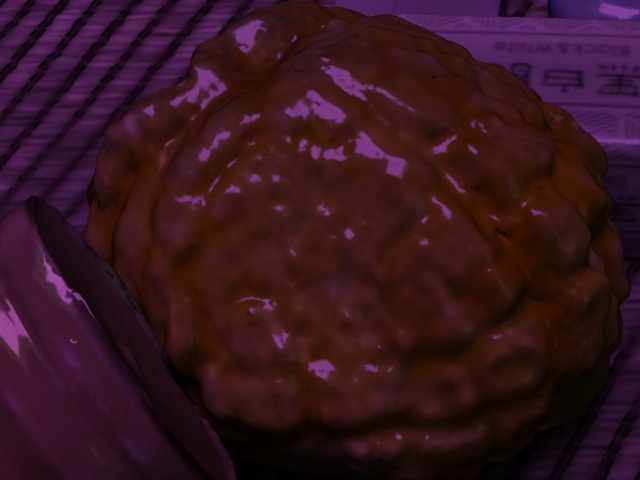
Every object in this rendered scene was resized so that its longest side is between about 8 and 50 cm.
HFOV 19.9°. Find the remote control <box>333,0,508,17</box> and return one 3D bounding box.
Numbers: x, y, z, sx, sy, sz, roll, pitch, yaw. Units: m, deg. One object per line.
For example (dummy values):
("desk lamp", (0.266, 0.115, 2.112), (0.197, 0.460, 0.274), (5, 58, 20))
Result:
("remote control", (0.068, -0.177, 1.111), (0.103, 0.034, 0.250), (4, 53, 10))

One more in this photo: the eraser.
("eraser", (0.167, -0.052, 0.960), (0.403, 0.096, 0.098), (3, 51, 10))

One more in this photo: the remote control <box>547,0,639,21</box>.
("remote control", (0.222, -0.192, 1.096), (0.087, 0.047, 0.244), (25, 57, 28))

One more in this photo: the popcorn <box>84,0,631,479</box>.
("popcorn", (0.000, 0.000, 0.860), (0.285, 0.225, 0.174), (-5, 12, 8))

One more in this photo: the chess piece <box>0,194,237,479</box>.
("chess piece", (-0.200, 0.125, 0.742), (0.307, 0.139, 0.124), (-33, 58, 3))
